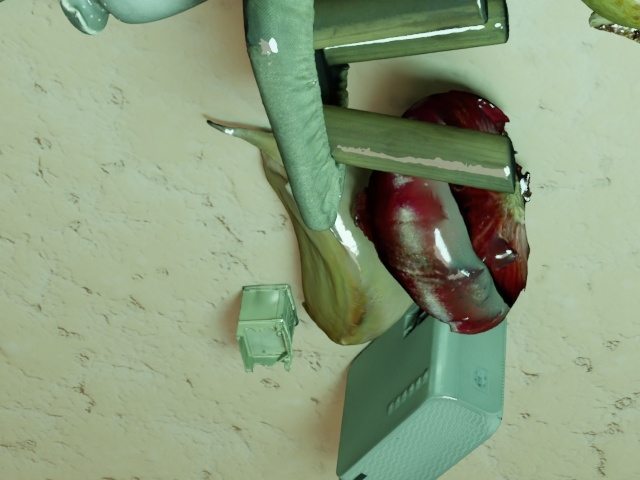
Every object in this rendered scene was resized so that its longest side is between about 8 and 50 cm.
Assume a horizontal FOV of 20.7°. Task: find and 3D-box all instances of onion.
[{"bbox_3d":[0.123,-0.024,1.916,0.195,0.272,0.272,-10,135,27],"label":"onion"}]

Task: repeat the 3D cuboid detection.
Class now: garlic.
[{"bbox_3d":[0.009,-0.008,2.046,0.196,0.151,0.338,-2,136,27],"label":"garlic"}]

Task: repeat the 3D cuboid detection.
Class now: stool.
[{"bbox_3d":[0.063,-0.206,1.699,0.226,0.310,0.310,-6,137,11],"label":"stool"}]

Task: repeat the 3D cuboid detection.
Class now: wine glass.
[{"bbox_3d":[-0.169,-0.282,1.786,0.204,0.111,0.111,-14,133,21],"label":"wine glass"}]

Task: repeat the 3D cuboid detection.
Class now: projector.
[{"bbox_3d":[0.129,0.191,2.191,0.108,0.198,0.250,25,135,-18],"label":"projector"}]

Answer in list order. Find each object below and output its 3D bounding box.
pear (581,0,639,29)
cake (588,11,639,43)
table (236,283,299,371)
[{"bbox_3d":[0.313,-0.295,1.643,0.188,0.211,0.228,-28,128,28],"label":"pear"},{"bbox_3d":[0.405,-0.247,1.762,0.246,0.112,0.135,21,132,-11],"label":"cake"},{"bbox_3d":[-0.066,0.112,2.213,0.062,0.083,0.079,-2,135,10],"label":"table"}]
